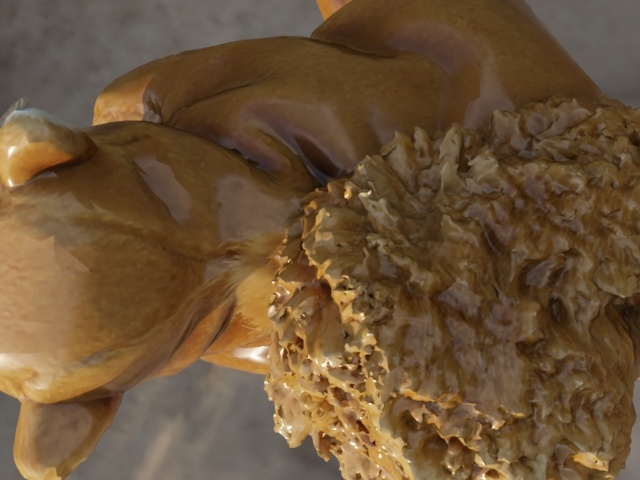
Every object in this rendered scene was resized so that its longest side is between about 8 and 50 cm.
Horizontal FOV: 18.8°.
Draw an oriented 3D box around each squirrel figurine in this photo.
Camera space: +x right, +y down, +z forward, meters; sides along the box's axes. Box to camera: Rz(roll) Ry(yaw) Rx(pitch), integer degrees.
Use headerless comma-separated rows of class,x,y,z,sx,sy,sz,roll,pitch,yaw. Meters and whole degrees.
squirrel figurine,0.000,0.000,1.005,0.397,0.370,0.281,20,111,44
